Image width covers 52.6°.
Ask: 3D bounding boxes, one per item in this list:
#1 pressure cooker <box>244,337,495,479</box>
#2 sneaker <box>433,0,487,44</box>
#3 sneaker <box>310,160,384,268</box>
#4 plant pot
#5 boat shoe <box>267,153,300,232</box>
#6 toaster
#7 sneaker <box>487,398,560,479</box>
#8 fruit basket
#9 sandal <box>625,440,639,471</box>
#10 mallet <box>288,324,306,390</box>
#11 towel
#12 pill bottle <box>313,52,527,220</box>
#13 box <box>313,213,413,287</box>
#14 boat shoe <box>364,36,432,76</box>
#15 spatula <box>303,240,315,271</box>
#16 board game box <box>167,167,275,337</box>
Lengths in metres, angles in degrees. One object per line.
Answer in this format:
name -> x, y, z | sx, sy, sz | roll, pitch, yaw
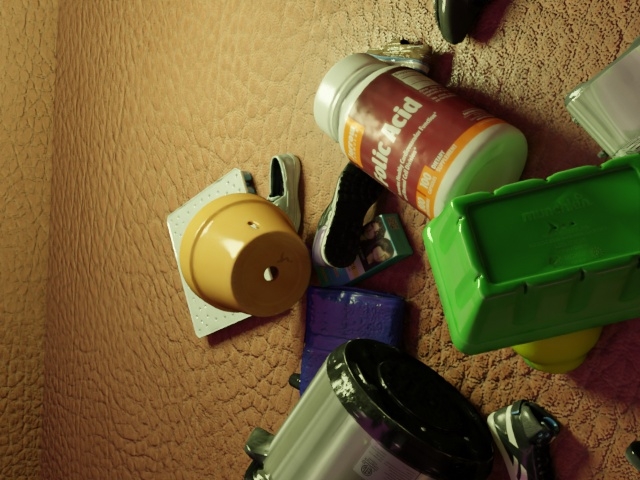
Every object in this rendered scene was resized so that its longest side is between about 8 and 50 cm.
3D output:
pressure cooker -> 0.074, 0.445, 1.244 | 0.370, 0.376, 0.420 | 46, 110, 44
sneaker -> 0.303, -0.504, 1.202 | 0.130, 0.109, 0.286 | 30, 116, 32
sneaker -> 0.046, -0.074, 1.443 | 0.124, 0.107, 0.283 | -6, 58, 64
plant pot -> -0.155, 0.050, 1.492 | 0.203, 0.291, 0.290 | 27, 113, 57
boat shoe -> -0.102, -0.107, 1.642 | 0.079, 0.081, 0.227 | 8, 99, 44
toaster -> 0.511, -0.225, 1.005 | 0.227, 0.129, 0.146 | -41, 69, 36
sneaker -> 0.405, 0.400, 1.192 | 0.121, 0.079, 0.216 | -45, 62, 39
fruit basket -> 0.376, 0.060, 1.071 | 0.392, 0.392, 0.282 | -34, 58, 41
sandal -> 0.606, 0.364, 0.991 | 0.255, 0.097, 0.054 | 19, 108, 31
mallet -> -0.047, 0.292, 1.660 | 0.062, 0.039, 0.189 | 4, 92, 41
towel -> 0.071, 0.258, 1.473 | 0.228, 0.076, 0.308 | 8, 98, 19
pill bottle -> 0.178, -0.203, 1.260 | 0.392, 0.224, 0.224 | 41, 120, 34
box -> 0.091, 0.035, 1.481 | 0.244, 0.060, 0.100 | -33, 71, 41
boat shoe -> 0.168, -0.393, 1.373 | 0.183, 0.066, 0.066 | 27, 94, 43
spatula -> 0.000, 0.000, 1.583 | 0.296, 0.030, 0.084 | -47, 60, 40
board game box -> -0.279, 0.045, 1.851 | 0.390, 0.050, 0.389 | -27, 75, 42
